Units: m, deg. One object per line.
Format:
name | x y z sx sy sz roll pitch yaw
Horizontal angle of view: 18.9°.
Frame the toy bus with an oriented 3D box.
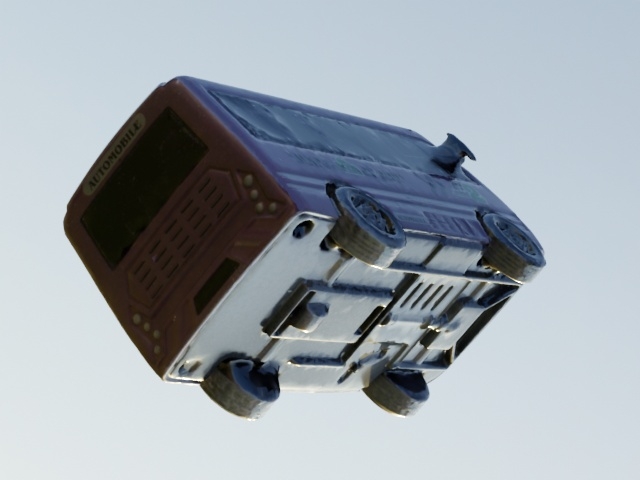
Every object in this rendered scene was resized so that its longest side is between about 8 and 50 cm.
toy bus | 0.000 0.000 0.680 0.087 0.178 0.098 -51 -118 18
